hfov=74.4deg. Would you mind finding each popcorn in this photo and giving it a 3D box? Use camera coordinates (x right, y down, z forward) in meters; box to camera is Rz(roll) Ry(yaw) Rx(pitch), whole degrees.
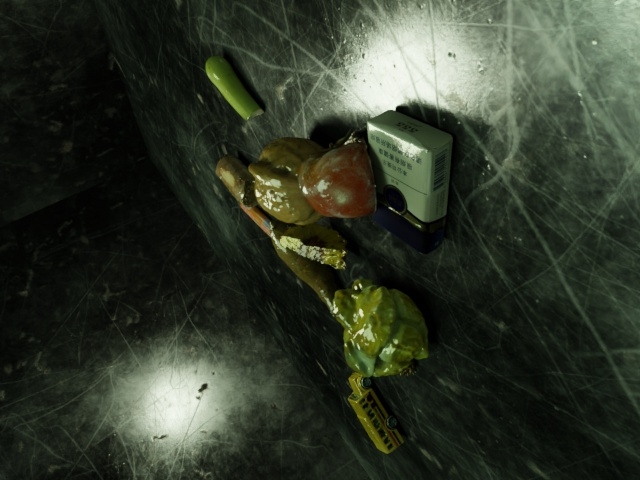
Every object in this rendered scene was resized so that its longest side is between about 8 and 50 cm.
[{"bbox_3d":[0.152,0.239,1.159,0.276,0.225,0.277,-18,66,46],"label":"popcorn"}]

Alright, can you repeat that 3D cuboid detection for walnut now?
[{"bbox_3d":[-0.075,-0.161,1.120,0.257,0.257,0.225,31,113,49],"label":"walnut"}]

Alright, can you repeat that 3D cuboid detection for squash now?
[{"bbox_3d":[-0.276,-0.477,1.328,0.250,0.083,0.083,53,158,7],"label":"squash"}]

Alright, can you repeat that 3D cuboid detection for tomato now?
[{"bbox_3d":[0.030,-0.135,0.914,0.214,0.155,0.181,-110,5,-75],"label":"tomato"}]

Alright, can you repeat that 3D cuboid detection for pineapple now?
[{"bbox_3d":[0.000,0.001,1.305,0.233,0.135,0.080,20,122,17],"label":"pineapple"}]

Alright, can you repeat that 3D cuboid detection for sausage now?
[{"bbox_3d":[-0.260,-0.093,1.832,0.348,0.053,0.053,41,153,37],"label":"sausage"}]

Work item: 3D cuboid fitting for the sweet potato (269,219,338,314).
[{"bbox_3d":[-0.041,0.092,1.500,0.423,0.130,0.130,55,159,-8],"label":"sweet potato"}]

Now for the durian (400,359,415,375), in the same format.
[{"bbox_3d":[0.201,0.366,1.392,0.252,0.144,0.139,41,131,49],"label":"durian"}]

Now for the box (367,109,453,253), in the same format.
[{"bbox_3d":[0.174,-0.112,0.847,0.168,0.071,0.259,39,151,40],"label":"box"}]

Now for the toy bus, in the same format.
[{"bbox_3d":[0.219,0.726,1.793,0.336,0.123,0.121,58,158,-1],"label":"toy bus"}]

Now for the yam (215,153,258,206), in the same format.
[{"bbox_3d":[-0.314,-0.233,1.677,0.238,0.129,0.128,44,119,31],"label":"yam"}]
